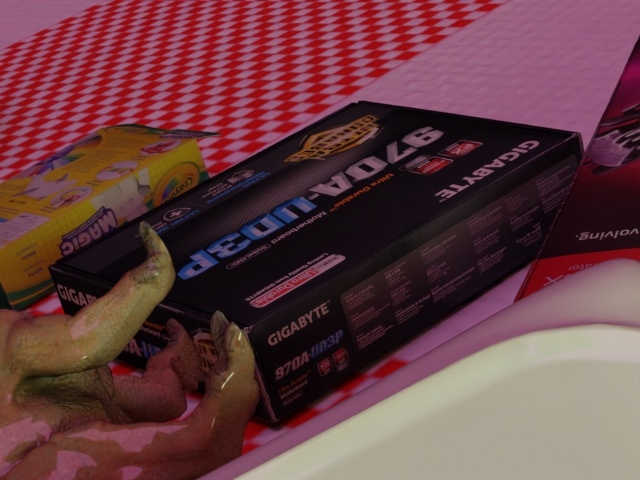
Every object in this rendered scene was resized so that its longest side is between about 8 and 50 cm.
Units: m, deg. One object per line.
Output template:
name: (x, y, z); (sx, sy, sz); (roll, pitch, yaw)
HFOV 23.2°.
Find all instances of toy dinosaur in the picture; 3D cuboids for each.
toy dinosaur: (-0.112, 0.102, 0.558); (0.200, 0.127, 0.296); (-33, 43, -12)

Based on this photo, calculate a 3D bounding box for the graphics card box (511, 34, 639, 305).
graphics card box: (0.236, -0.030, 0.649); (0.233, 0.094, 0.371); (-5, 25, 25)

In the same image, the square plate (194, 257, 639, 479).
square plate: (0.044, 0.143, 0.325); (0.347, 0.049, 0.344); (-25, 41, -21)

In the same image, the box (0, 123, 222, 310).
box: (-0.148, -0.022, 0.947); (0.179, 0.043, 0.105); (-35, 29, -33)

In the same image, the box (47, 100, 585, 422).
box: (0.000, 0.000, 0.786); (0.220, 0.051, 0.175); (-30, 27, -30)
